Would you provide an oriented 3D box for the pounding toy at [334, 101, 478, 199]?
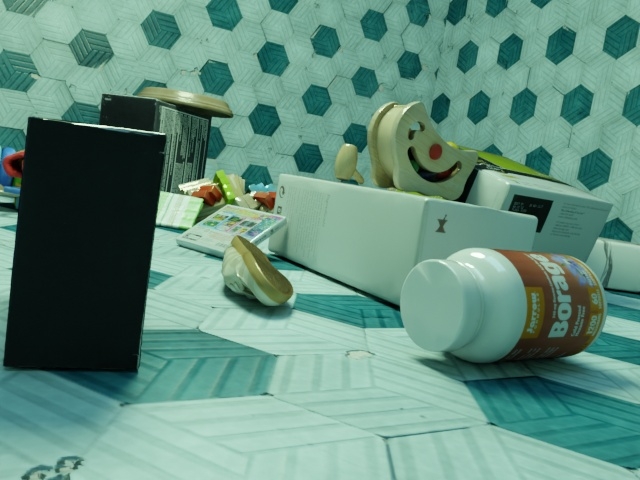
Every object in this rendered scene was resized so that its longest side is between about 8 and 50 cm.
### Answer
[{"bbox_3d":[0.143,-0.168,1.085,0.270,0.154,0.155,7,7,-36],"label":"pounding toy"}]

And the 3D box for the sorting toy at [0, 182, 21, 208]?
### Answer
[{"bbox_3d":[-0.610,-0.088,1.299,0.196,0.047,0.348,10,3,-26],"label":"sorting toy"}]

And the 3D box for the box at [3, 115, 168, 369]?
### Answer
[{"bbox_3d":[-0.214,-0.013,0.546,0.103,0.184,0.261,4,8,-22],"label":"box"}]

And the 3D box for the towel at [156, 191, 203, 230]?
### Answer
[{"bbox_3d":[-0.357,-0.068,1.373,0.152,0.023,0.113,11,44,0],"label":"towel"}]

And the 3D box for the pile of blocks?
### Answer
[{"bbox_3d":[-0.171,-0.113,1.500,0.362,0.149,0.112,7,-27,-20],"label":"pile of blocks"}]

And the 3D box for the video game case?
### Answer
[{"bbox_3d":[-0.165,-0.018,1.103,0.157,0.019,0.143,13,37,36],"label":"video game case"}]

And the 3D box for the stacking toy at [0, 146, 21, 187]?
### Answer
[{"bbox_3d":[-0.772,-0.177,1.548,0.330,0.141,0.141,10,5,-33],"label":"stacking toy"}]

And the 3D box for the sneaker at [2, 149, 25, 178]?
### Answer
[{"bbox_3d":[-0.639,-0.158,1.405,0.279,0.107,0.118,11,21,27],"label":"sneaker"}]

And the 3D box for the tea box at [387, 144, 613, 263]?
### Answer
[{"bbox_3d":[0.362,-0.060,1.281,0.329,0.220,0.323,6,23,-32],"label":"tea box"}]

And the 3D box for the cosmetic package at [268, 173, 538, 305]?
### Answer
[{"bbox_3d":[0.112,-0.008,1.039,0.230,0.161,0.453,6,6,-31],"label":"cosmetic package"}]

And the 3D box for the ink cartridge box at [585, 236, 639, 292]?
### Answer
[{"bbox_3d":[0.682,0.049,1.501,0.283,0.117,0.207,8,7,-7],"label":"ink cartridge box"}]

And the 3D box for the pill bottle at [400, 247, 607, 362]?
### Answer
[{"bbox_3d":[0.197,0.070,0.642,0.216,0.121,0.121,4,8,-34],"label":"pill bottle"}]

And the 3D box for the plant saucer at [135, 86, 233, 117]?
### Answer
[{"bbox_3d":[-0.384,-0.392,1.691,0.278,0.041,0.278,9,5,-1],"label":"plant saucer"}]

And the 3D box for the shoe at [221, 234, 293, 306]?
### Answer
[{"bbox_3d":[-0.091,0.049,0.783,0.076,0.058,0.219,39,0,-20],"label":"shoe"}]

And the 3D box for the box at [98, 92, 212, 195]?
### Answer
[{"bbox_3d":[-0.463,-0.231,1.654,0.183,0.296,0.294,11,5,18],"label":"box"}]
